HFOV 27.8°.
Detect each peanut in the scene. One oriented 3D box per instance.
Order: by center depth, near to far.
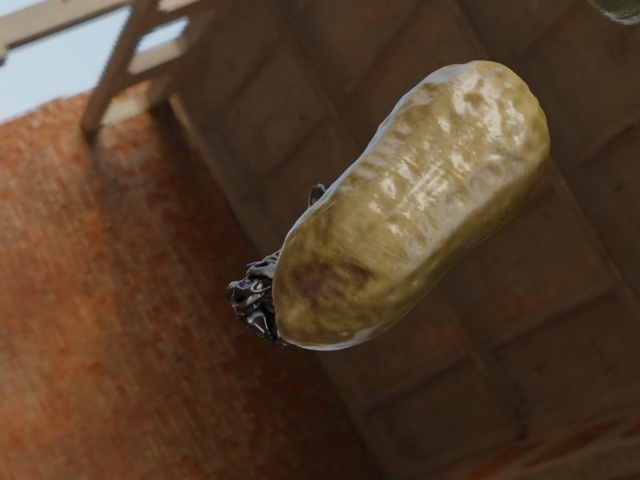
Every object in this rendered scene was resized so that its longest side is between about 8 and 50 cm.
[{"bbox_3d":[0.058,-0.018,0.862,0.110,0.236,0.120,45,-9,-22],"label":"peanut"}]

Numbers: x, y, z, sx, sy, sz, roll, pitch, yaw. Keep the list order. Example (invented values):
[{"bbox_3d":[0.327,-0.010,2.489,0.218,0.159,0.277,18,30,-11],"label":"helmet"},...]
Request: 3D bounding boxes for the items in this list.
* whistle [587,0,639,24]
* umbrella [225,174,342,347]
[{"bbox_3d":[0.330,-0.250,1.223,0.126,0.067,0.258,-57,-151,15],"label":"whistle"},{"bbox_3d":[0.000,0.001,1.584,0.110,0.272,0.122,42,5,25],"label":"umbrella"}]
